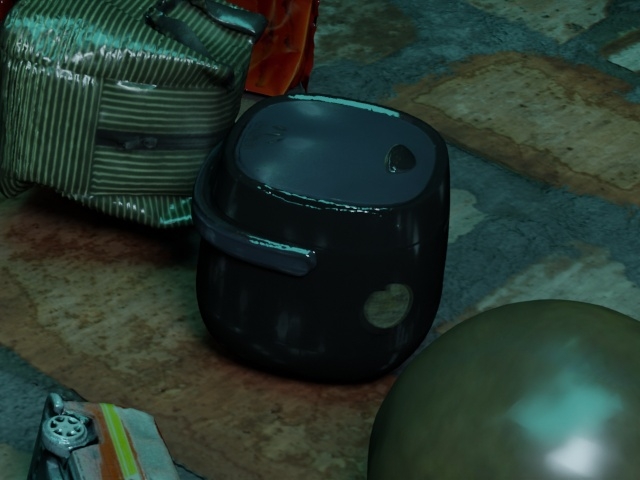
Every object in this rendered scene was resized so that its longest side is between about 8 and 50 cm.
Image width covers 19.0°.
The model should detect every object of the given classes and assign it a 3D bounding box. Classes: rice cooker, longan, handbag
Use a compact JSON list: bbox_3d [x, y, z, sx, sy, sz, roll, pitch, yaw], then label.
[{"bbox_3d":[0.000,0.000,1.851,0.267,0.224,0.267,5,34,-4],"label":"rice cooker"},{"bbox_3d":[0.194,0.196,1.536,0.319,0.319,0.319,5,32,-3],"label":"longan"},{"bbox_3d":[-0.198,-0.158,2.038,0.240,0.247,0.341,11,23,3],"label":"handbag"}]

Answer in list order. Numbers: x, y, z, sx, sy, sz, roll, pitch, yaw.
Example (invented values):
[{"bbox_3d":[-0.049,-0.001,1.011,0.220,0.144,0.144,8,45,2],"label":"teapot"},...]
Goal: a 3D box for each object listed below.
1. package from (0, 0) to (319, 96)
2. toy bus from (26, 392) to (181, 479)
[{"bbox_3d":[-0.194,-0.306,2.318,0.423,0.196,0.123,11,28,9],"label":"package"},{"bbox_3d":[-0.162,0.243,1.544,0.120,0.121,0.265,3,31,-23],"label":"toy bus"}]
